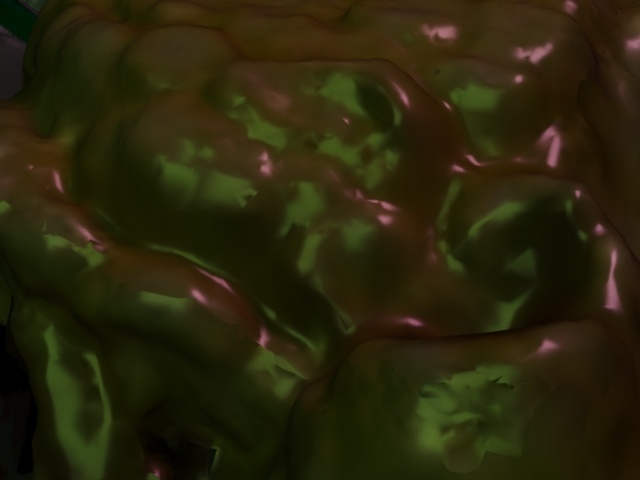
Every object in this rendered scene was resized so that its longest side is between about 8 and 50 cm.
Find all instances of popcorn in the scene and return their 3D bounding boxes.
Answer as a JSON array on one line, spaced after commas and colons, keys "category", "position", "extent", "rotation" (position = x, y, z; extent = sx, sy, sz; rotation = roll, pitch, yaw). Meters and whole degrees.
[{"category": "popcorn", "position": [0.000, 0.000, 0.562], "extent": [0.225, 0.286, 0.174], "rotation": [11, 120, 12]}]

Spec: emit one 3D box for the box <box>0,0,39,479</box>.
[{"category": "box", "position": [-0.144, 0.038, 0.672], "extent": [0.103, 0.180, 0.250], "rotation": [24, 87, 32]}]
